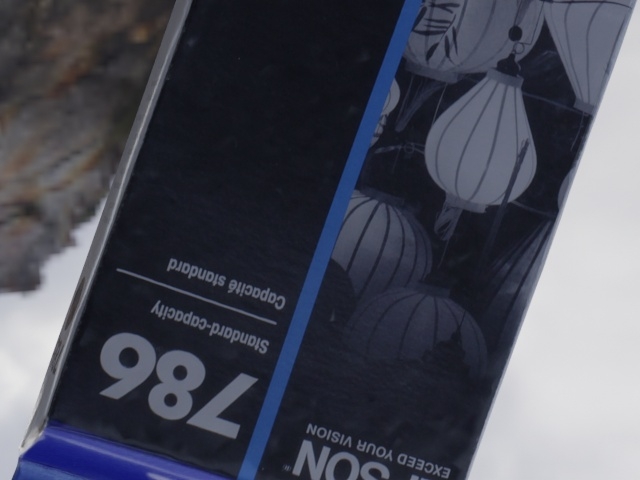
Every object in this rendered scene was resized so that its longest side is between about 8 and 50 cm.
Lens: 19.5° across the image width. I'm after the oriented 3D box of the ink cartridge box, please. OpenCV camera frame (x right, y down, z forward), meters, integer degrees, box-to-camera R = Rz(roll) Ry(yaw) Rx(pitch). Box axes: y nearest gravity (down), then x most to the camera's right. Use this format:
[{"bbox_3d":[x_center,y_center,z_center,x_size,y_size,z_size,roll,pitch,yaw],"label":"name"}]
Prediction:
[{"bbox_3d":[0.000,0.000,0.717,0.165,0.332,0.065,18,-179,-12],"label":"ink cartridge box"}]
